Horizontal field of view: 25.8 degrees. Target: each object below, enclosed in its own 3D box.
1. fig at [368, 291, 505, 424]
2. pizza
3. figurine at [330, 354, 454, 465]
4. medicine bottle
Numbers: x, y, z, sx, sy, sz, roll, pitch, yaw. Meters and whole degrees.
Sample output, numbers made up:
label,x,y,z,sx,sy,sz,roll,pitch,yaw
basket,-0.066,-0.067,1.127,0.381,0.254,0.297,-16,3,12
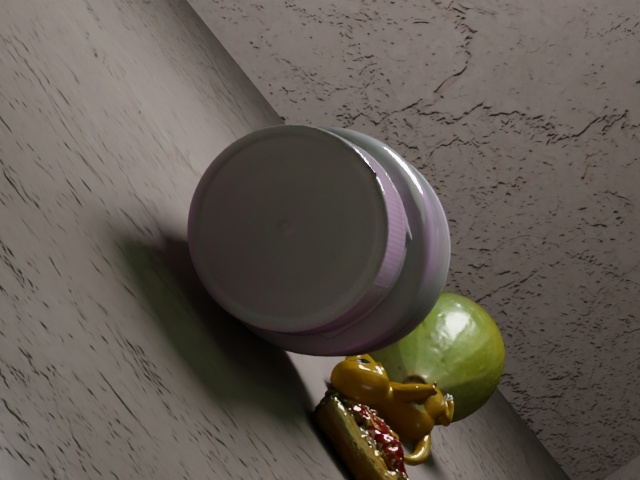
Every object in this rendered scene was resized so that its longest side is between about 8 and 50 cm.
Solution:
label,x,y,z,sx,sy,sz,roll,pitch,yaw
fig,0.159,0.178,2.084,0.230,0.207,0.207,-10,59,-45
pizza,0.062,0.236,1.620,0.188,0.062,0.199,55,5,-9
figurine,0.082,0.219,1.794,0.176,0.121,0.122,37,40,-22
medicine bottle,0.000,0.000,1.529,0.256,0.256,0.325,56,9,12
